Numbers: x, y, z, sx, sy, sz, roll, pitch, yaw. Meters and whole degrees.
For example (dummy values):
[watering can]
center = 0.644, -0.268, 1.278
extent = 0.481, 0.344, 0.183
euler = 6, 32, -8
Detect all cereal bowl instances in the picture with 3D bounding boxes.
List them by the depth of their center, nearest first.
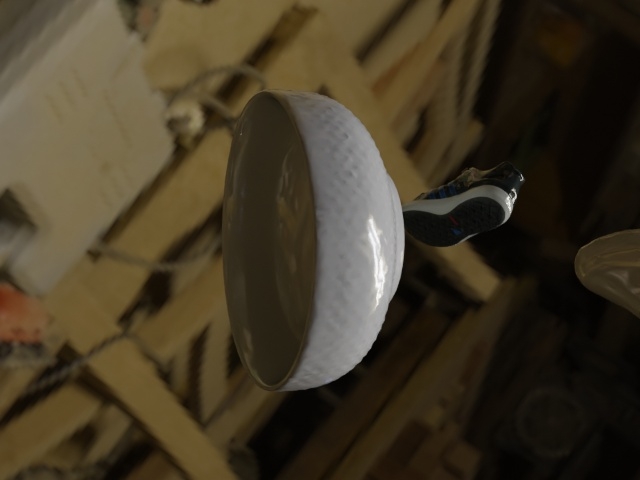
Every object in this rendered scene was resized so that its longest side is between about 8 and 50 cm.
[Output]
[cereal bowl]
center = 0.000, 0.000, 1.802
extent = 0.141, 0.339, 0.339
euler = 0, 135, -19

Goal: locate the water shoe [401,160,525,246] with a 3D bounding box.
[water shoe]
center = 0.177, -0.045, 2.006
extent = 0.203, 0.073, 0.080
euler = -10, -143, 54

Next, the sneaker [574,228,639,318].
[sneaker]
center = 0.279, 0.060, 1.148
extent = 0.080, 0.212, 0.094
euler = 102, 5, -64
